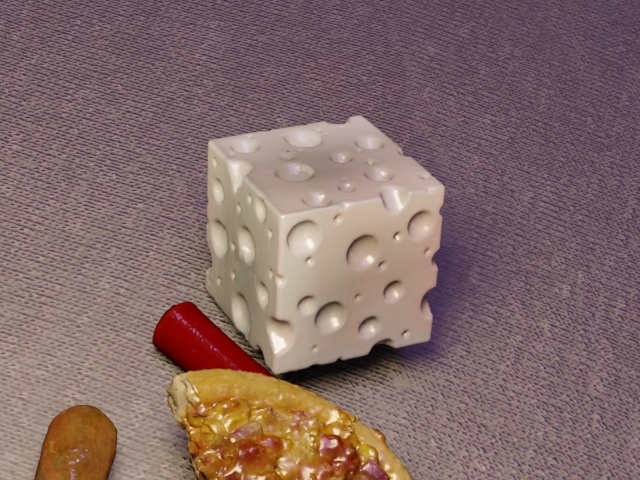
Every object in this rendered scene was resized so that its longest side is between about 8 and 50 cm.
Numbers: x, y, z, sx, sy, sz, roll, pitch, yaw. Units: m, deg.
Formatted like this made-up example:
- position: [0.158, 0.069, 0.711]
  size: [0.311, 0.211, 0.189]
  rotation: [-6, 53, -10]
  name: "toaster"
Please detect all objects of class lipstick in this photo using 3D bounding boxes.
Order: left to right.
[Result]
- position: [-0.115, 0.177, 2.137]
  size: [0.241, 0.080, 0.080]
  rotation: [38, 49, 21]
  name: "lipstick"

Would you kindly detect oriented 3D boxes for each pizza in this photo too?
- position: [-0.030, 0.308, 1.976]
  size: [0.409, 0.114, 0.278]
  rotation: [40, 56, 4]
  name: "pizza"

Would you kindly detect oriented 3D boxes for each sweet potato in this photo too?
- position: [-0.313, 0.306, 1.950]
  size: [0.097, 0.097, 0.292]
  rotation: [19, 45, 3]
  name: "sweet potato"

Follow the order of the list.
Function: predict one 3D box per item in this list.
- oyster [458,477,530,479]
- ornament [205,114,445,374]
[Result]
- position: [0.230, 0.365, 2.053]
  size: [0.191, 0.081, 0.163]
  rotation: [22, 50, 11]
  name: "oyster"
- position: [0.000, 0.000, 2.182]
  size: [0.240, 0.240, 0.239]
  rotation: [-11, 31, -23]
  name: "ornament"
